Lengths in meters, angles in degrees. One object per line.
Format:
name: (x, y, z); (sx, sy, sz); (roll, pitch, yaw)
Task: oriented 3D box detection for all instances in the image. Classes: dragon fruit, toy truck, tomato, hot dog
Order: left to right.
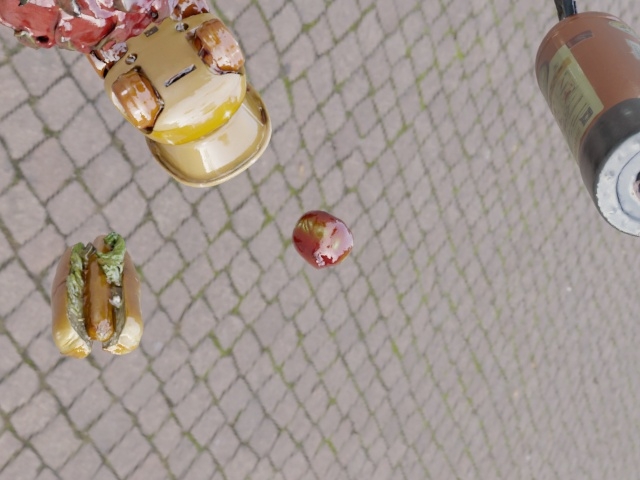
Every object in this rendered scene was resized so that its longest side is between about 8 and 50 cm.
dragon fruit: (-0.277, -0.330, 1.055); (0.299, 0.244, 0.244); (-12, 119, -14)
hot dog: (-0.344, 0.069, 1.449); (0.135, 0.337, 0.100); (-6, 115, -10)
toy truck: (-0.213, -0.241, 1.427); (0.204, 0.288, 0.211); (-33, 145, -5)
tomato: (0.000, 0.000, 1.311); (0.075, 0.087, 0.087); (-57, 142, -11)

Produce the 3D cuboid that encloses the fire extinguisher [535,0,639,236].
fire extinguisher: (0.291, -0.123, 0.977); (0.376, 0.113, 0.200); (-89, 177, -56)
